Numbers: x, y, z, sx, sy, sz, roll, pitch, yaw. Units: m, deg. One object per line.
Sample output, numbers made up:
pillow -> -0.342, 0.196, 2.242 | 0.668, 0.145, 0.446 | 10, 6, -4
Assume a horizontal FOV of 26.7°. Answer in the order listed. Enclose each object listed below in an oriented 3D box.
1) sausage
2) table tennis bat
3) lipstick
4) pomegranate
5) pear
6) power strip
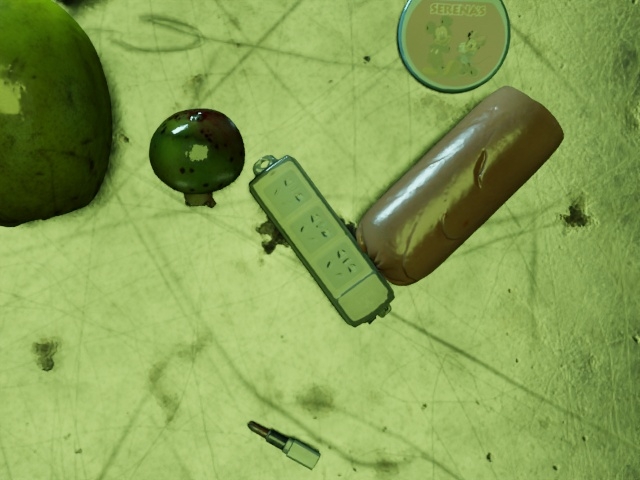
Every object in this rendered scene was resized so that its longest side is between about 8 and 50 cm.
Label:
sausage -> 0.179, -0.070, 1.781 | 0.304, 0.121, 0.121 | -44, 93, -4
table tennis bat -> 0.185, -0.322, 1.823 | 0.153, 0.040, 0.244 | 4, 95, -4
lipstick -> -0.051, 0.273, 1.816 | 0.107, 0.025, 0.025 | 29, 88, 3
pomegranate -> -0.160, -0.113, 1.763 | 0.130, 0.130, 0.130 | 0, 91, -4
pear -> -0.390, -0.166, 1.679 | 0.253, 0.253, 0.307 | -13, 102, -4
power strip -> 0.000, 0.000, 1.801 | 0.078, 0.052, 0.272 | -36, 93, -2
